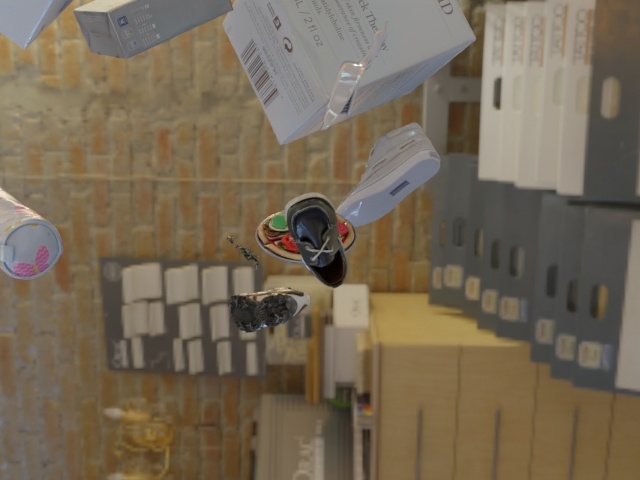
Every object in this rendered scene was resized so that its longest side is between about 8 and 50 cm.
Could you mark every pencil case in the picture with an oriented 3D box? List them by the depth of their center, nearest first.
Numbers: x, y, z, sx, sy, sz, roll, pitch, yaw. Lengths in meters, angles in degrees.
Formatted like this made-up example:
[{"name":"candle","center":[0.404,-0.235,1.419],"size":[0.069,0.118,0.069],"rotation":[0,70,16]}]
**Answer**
[{"name":"pencil case","center":[-0.574,-0.027,1.556],"size":[0.124,0.273,0.113],"rotation":[14,-80,-49]}]

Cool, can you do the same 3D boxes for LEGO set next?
[{"name":"LEGO set","center":[-0.137,0.018,1.595],"size":[0.054,0.023,0.083],"rotation":[39,170,51]}]

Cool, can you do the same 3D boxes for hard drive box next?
[{"name":"hard drive box","center":[-0.310,-0.426,1.602],"size":[0.181,0.232,0.089],"rotation":[24,140,53]}]

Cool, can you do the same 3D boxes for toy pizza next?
[{"name":"toy pizza","center":[-0.027,-0.019,1.708],"size":[0.201,0.201,0.032],"rotation":[-90,0,-57]}]

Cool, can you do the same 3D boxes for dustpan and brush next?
[{"name":"dustpan and brush","center":[0.063,-0.294,1.544],"size":[0.147,0.060,0.211],"rotation":[-74,2,-71]}]

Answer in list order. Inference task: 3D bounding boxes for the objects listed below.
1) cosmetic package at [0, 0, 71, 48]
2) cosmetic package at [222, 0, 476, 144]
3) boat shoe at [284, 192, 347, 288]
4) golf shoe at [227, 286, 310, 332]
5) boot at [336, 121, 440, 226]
[{"name":"cosmetic package","center":[-0.246,-0.429,1.018],"size":[0.284,0.097,0.377],"rotation":[-39,21,37]},{"name":"cosmetic package","center":[0.052,-0.465,1.932],"size":[0.329,0.393,0.327],"rotation":[63,157,1]},{"name":"boat shoe","center":[0.000,0.000,1.416],"size":[0.233,0.084,0.079],"rotation":[71,177,-59]},{"name":"golf shoe","center":[-0.099,0.130,1.662],"size":[0.198,0.094,0.077],"rotation":[-4,100,49]},{"name":"boot","center":[0.127,-0.138,1.826],"size":[0.095,0.258,0.123],"rotation":[37,-154,-48]}]
